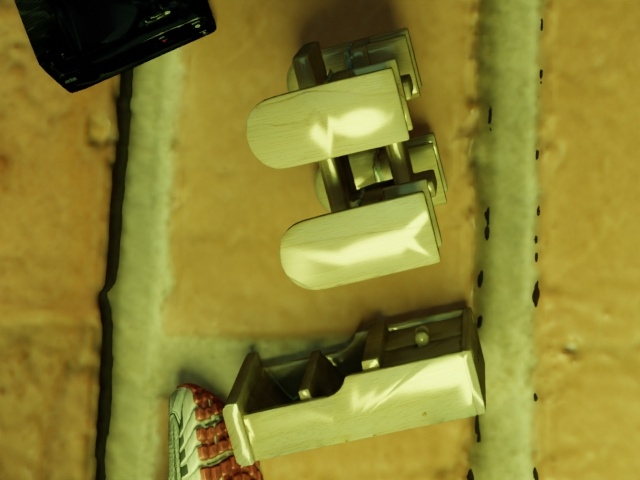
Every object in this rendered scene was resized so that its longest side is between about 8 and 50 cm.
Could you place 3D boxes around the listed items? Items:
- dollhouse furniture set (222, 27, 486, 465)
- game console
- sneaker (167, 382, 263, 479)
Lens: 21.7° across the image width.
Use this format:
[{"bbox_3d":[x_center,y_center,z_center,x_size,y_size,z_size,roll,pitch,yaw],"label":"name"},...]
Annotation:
[{"bbox_3d":[0.000,0.000,1.070,0.161,0.212,0.242,-13,102,9],"label":"dollhouse furniture set"},{"bbox_3d":[-0.070,-0.267,1.229,0.361,0.044,0.213,-22,76,8],"label":"game console"},{"bbox_3d":[-0.094,0.205,1.108,0.092,0.088,0.225,-7,70,23],"label":"sneaker"}]
